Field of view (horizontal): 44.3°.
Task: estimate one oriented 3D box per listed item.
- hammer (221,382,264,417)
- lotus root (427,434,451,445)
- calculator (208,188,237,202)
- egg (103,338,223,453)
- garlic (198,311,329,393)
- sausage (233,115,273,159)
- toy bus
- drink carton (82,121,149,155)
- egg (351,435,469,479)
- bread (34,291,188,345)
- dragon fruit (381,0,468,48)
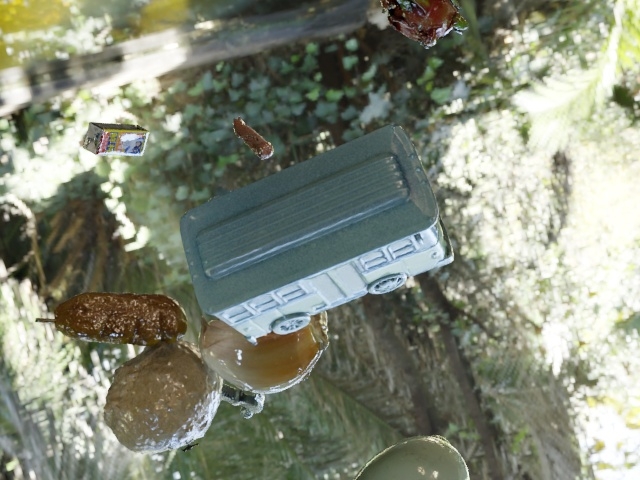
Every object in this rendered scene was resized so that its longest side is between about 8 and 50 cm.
[{"bbox_3d":[-0.262,0.413,2.135,0.159,0.226,0.041,-52,-162,52],"label":"hammer"},{"bbox_3d":[0.270,0.511,1.845,0.088,0.088,0.165,-17,145,-12],"label":"lotus root"},{"bbox_3d":[-0.193,-0.006,1.689,0.121,0.210,0.039,-2,-167,-42],"label":"calculator"},{"bbox_3d":[-0.382,0.383,1.949,0.279,0.279,0.310,-7,-161,44],"label":"egg"},{"bbox_3d":[-0.129,0.233,1.943,0.313,0.286,0.249,-10,147,6],"label":"garlic"},{"bbox_3d":[-0.139,-0.208,1.598,0.036,0.042,0.158,3,-152,-33],"label":"sausage"},{"bbox_3d":[0.000,0.000,1.020,0.312,0.152,0.190,-22,154,8],"label":"toy bus"},{"bbox_3d":[-0.499,-0.248,1.924,0.056,0.071,0.165,30,-162,22],"label":"drink carton"},{"bbox_3d":[0.164,0.582,1.696,0.371,0.230,0.230,-49,-177,10],"label":"egg"},{"bbox_3d":[-0.483,0.186,1.829,0.344,0.124,0.084,2,155,-11],"label":"bread"},{"bbox_3d":[0.173,-0.432,1.442,0.142,0.138,0.175,-19,147,32],"label":"dragon fruit"}]
